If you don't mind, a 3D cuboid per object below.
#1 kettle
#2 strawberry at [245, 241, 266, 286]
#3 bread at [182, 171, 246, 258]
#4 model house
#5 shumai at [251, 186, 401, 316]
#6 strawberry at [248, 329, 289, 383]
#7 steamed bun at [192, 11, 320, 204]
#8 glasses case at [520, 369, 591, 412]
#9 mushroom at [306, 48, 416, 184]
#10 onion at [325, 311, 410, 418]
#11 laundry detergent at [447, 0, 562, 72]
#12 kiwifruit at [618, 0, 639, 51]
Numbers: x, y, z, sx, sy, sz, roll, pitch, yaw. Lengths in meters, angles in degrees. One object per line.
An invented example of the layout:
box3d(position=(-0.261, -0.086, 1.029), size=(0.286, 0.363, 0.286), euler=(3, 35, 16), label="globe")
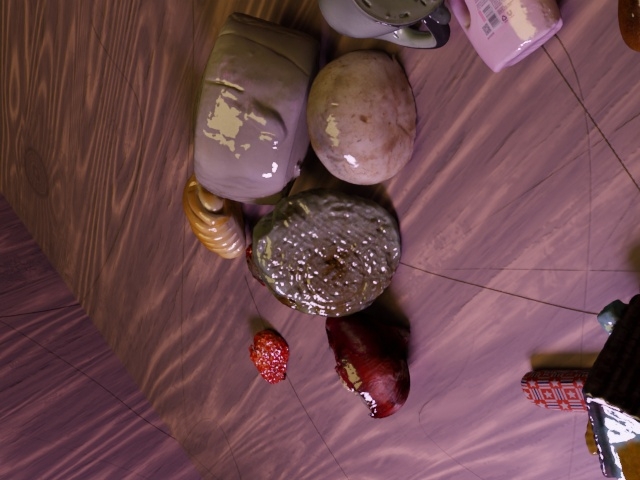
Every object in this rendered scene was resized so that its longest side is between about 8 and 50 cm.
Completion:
box3d(position=(0.104, -0.389, 1.014), size=(0.240, 0.165, 0.255), euler=(38, 180, -15), label="kettle")
box3d(position=(-0.137, 0.059, 1.672), size=(0.145, 0.086, 0.145), euler=(28, 131, 37), label="strawberry")
box3d(position=(-0.263, -0.059, 1.606), size=(0.311, 0.121, 0.173), euler=(77, -177, -68), label="bread")
box3d(position=(0.476, 0.241, 0.945), size=(0.249, 0.280, 0.230), euler=(45, 138, 10), label="model house")
box3d(position=(0.000, 0.000, 1.430), size=(0.309, 0.304, 0.263), euler=(58, 177, -21), label="shumai")
box3d(position=(-0.151, 0.354, 1.879), size=(0.121, 0.082, 0.188), euler=(18, 123, 37), label="strawberry")
box3d(position=(-0.138, -0.237, 1.277), size=(0.247, 0.236, 0.384), euler=(16, 115, 0), label="steamed bun")
box3d(position=(0.463, 0.273, 1.166), size=(0.194, 0.049, 0.073), euler=(-13, 104, 51), label="glasses case")
box3d(position=(0.052, -0.222, 1.202), size=(0.195, 0.189, 0.254), euler=(6, 113, 44), label="mushroom")
box3d(position=(0.122, 0.262, 1.461), size=(0.272, 0.195, 0.272), euler=(61, 177, 4), label="onion")
box3d(position=(0.227, -0.427, 0.960), size=(0.335, 0.087, 0.159), euler=(60, 151, 4), label="laundry detergent")
box3d(position=(0.427, -0.305, 0.827), size=(0.075, 0.075, 0.125), euler=(15, 127, 42), label="kiwifruit")
